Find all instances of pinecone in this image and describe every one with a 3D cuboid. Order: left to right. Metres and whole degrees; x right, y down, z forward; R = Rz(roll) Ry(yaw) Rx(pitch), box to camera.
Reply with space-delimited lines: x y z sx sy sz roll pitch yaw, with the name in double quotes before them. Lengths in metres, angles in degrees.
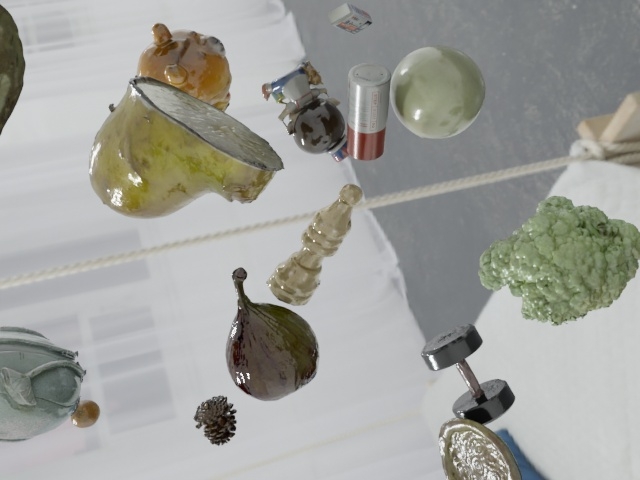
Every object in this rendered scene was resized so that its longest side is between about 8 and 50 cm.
"pinecone" -0.236 0.409 1.645 0.102 0.102 0.109 -161 64 -73

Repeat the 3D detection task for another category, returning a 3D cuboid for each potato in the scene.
"potato" -0.307 -0.147 1.574 0.295 0.397 0.290 -58 -4 18

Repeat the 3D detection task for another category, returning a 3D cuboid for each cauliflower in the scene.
"cauliflower" 0.484 0.037 1.505 0.281 0.327 0.260 19 -115 -88

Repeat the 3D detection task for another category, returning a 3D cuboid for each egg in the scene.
"egg" 0.276 -0.351 1.733 0.269 0.219 0.219 -107 11 -61

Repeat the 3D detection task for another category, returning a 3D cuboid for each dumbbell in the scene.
"dumbbell" 0.359 0.330 1.786 0.218 0.153 0.152 60 165 0

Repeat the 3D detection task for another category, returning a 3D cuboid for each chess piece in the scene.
"chess piece" 0.000 0.000 1.709 0.307 0.139 0.124 -57 47 21

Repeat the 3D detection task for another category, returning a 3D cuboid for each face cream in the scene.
"face cream" 0.110 -0.297 1.705 0.214 0.096 0.095 90 161 -45

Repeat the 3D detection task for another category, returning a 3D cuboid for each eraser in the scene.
"eraser" 0.063 -0.466 1.536 0.122 0.052 0.029 -10 -105 -63

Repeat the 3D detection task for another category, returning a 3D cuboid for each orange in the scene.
"orange" -0.633 0.466 1.960 0.085 0.085 0.084 168 90 -76

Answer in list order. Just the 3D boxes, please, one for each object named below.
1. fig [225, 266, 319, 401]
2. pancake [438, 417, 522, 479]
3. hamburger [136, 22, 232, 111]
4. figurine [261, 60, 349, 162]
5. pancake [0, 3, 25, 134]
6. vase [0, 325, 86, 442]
"fig" -0.128 0.186 1.589 0.217 0.217 0.320 -130 20 -62
"pancake" 0.361 0.524 1.675 0.250 0.031 0.249 22 118 51
"hamburger" -0.369 -0.449 1.961 0.236 0.277 0.276 97 156 -60
"figurine" -0.024 -0.319 1.888 0.275 0.161 0.158 60 173 -4
"pancake" -0.531 -0.227 1.000 0.050 0.294 0.294 18 129 28
"vase" -0.715 0.281 1.481 0.445 0.250 0.249 30 -146 -56
